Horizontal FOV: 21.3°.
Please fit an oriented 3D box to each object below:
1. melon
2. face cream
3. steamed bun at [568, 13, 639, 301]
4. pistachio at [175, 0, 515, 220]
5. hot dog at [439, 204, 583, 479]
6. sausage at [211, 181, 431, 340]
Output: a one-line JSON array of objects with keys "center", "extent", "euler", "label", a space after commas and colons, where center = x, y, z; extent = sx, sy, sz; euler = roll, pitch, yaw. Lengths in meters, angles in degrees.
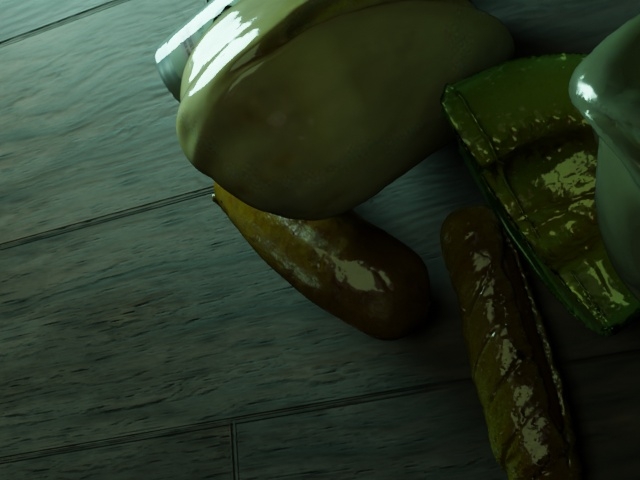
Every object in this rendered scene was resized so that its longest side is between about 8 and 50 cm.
[{"center": [0.241, -0.048, 1.484], "extent": [0.169, 0.129, 0.265], "euler": [-32, 68, -2], "label": "melon"}, {"center": [-0.051, -0.240, 1.761], "extent": [0.269, 0.073, 0.107], "euler": [-32, 72, 26], "label": "face cream"}, {"center": [0.359, -0.100, 1.274], "extent": [0.368, 0.255, 0.342], "euler": [-41, 64, 4], "label": "steamed bun"}, {"center": [0.018, -0.144, 1.564], "extent": [0.229, 0.321, 0.238], "euler": [60, 159, 24], "label": "pistachio"}, {"center": [0.167, 0.098, 1.544], "extent": [0.088, 0.061, 0.285], "euler": [-38, 59, 38], "label": "hot dog"}, {"center": [0.000, -0.001, 1.657], "extent": [0.270, 0.109, 0.109], "euler": [40, 105, 32], "label": "sausage"}]
